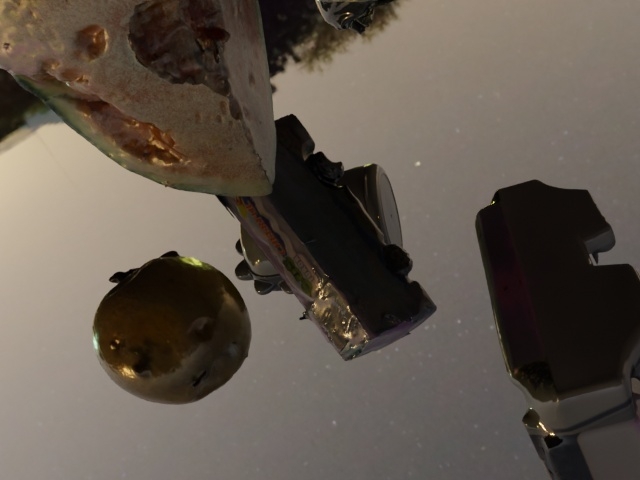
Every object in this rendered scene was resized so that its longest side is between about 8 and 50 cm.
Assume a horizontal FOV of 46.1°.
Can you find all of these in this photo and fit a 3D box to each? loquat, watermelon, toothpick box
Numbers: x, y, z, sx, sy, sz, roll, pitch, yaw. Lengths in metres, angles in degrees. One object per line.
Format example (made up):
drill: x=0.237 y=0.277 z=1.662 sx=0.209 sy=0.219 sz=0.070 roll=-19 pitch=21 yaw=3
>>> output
loquat: x=-0.225 y=0.128 z=1.125 sx=0.244 sy=0.243 sz=0.244 roll=-26 pitch=-158 yaw=11
watermelon: x=-0.155 y=-0.193 z=0.625 sx=0.175 sy=0.321 sz=0.188 roll=-7 pitch=-137 yaw=11
toothpick box: x=-0.015 y=-0.005 z=1.424 sx=0.317 sy=0.229 sz=0.229 roll=-12 pitch=-154 yaw=14

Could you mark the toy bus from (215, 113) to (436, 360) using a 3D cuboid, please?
toy bus: x=0.000 y=0.000 z=0.934 sx=0.138 sy=0.317 sz=0.112 roll=-29 pitch=167 yaw=-44

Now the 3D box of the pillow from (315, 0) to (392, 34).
pillow: x=-0.001 y=-0.420 z=0.914 sx=0.162 sy=0.335 sz=0.093 roll=-28 pitch=179 yaw=43

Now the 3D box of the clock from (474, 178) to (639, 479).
clock: x=0.176 y=0.083 z=0.484 sx=0.083 sy=0.186 sz=0.253 roll=-21 pitch=-156 yaw=15
